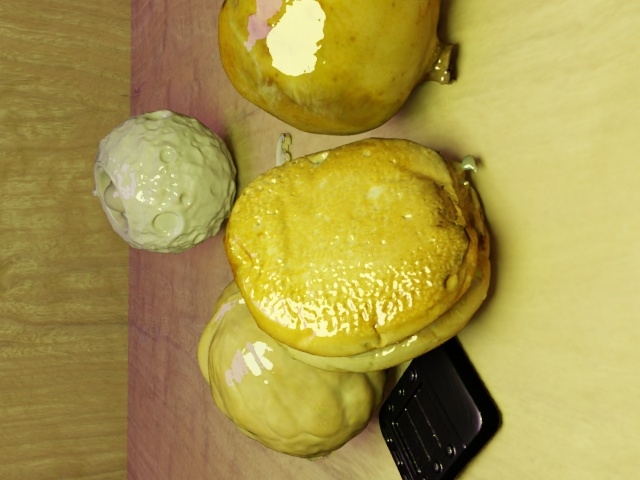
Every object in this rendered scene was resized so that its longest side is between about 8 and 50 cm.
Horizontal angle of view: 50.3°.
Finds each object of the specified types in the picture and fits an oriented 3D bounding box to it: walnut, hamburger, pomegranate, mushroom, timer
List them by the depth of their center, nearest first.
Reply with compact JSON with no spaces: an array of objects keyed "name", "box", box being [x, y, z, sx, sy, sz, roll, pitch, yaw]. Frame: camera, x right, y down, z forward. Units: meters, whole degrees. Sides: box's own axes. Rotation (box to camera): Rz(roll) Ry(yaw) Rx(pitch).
[{"name":"hamburger","box":[0.052,0.007,0.820,0.170,0.314,0.290,62,-167,-59]},{"name":"pomegranate","box":[0.011,-0.274,0.870,0.307,0.307,0.308,-1,89,64]},{"name":"timer","box":[0.147,0.229,0.874,0.187,0.055,0.144,-64,36,34]},{"name":"walnut","box":[-0.038,0.164,0.989,0.296,0.285,0.285,-98,22,-57]},{"name":"mushroom","box":[-0.073,-0.164,1.357,0.049,0.019,0.101,-141,54,-59]}]

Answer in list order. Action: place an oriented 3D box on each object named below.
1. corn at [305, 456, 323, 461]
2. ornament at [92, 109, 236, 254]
[{"name":"corn","box":[-0.065,0.286,1.265,0.288,0.086,0.087,55,137,48]},{"name":"ornament","box":[-0.354,-0.140,1.594,0.337,0.336,0.337,-1,89,64]}]
